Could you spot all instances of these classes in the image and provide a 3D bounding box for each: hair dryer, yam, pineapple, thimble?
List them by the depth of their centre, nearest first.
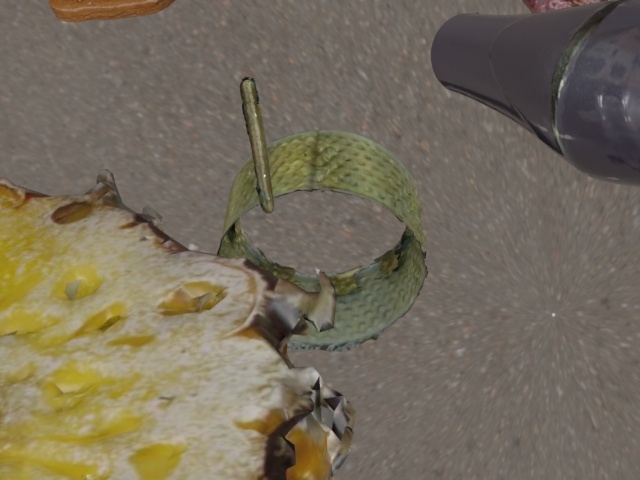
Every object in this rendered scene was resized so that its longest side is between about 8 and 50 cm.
[{"bbox_3d":[-0.138,0.166,0.432,0.352,0.352,0.300,3,117,11],"label":"pineapple"},{"bbox_3d":[0.262,-0.048,0.919,0.361,0.301,0.121,35,88,-29],"label":"hair dryer"},{"bbox_3d":[-0.048,-0.073,0.974,0.014,0.014,0.107,-7,102,10],"label":"yam"},{"bbox_3d":[0.000,0.000,1.655,0.271,0.150,0.271,1,129,2],"label":"thimble"}]

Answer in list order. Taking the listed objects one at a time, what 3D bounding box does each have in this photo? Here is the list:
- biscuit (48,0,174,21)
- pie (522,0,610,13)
[{"bbox_3d":[-0.275,-0.381,1.769,0.192,0.036,0.186,-4,58,8],"label":"biscuit"},{"bbox_3d":[0.346,-0.300,1.552,0.219,0.204,0.054,-3,125,-21],"label":"pie"}]
